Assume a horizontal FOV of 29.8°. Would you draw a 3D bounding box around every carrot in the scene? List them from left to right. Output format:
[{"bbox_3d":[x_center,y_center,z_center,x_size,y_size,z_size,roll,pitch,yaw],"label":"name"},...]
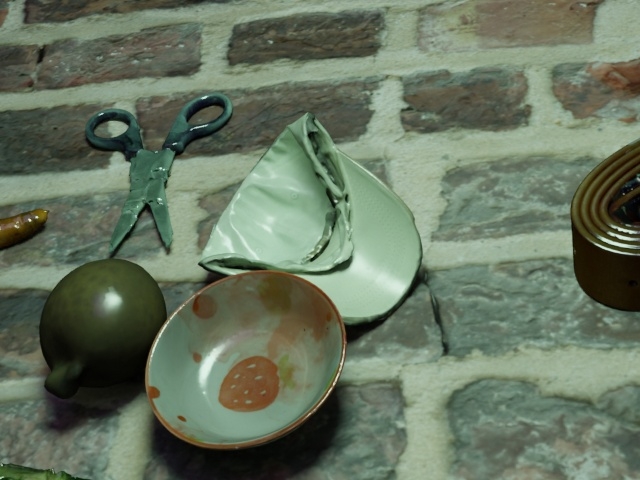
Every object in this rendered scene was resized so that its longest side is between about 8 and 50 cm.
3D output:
[{"bbox_3d":[-0.535,0.002,1.853,0.247,0.059,0.059,-20,42,-13],"label":"carrot"}]

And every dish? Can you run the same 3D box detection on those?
[{"bbox_3d":[-0.084,0.166,1.517,0.260,0.085,0.260,-9,50,11],"label":"dish"}]

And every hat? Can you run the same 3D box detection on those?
[{"bbox_3d":[-0.004,-0.004,1.676,0.301,0.168,0.258,32,80,11],"label":"hat"}]

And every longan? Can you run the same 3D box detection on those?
[{"bbox_3d":[-0.291,0.118,1.575,0.204,0.159,0.185,-57,14,-25],"label":"longan"}]

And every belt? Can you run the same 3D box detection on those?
[{"bbox_3d":[0.484,-0.045,1.594,0.338,0.122,0.217,-31,47,-16],"label":"belt"}]

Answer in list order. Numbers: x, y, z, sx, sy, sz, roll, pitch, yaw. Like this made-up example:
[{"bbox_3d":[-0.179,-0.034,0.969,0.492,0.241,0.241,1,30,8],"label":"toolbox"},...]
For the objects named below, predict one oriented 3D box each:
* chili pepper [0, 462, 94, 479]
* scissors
[{"bbox_3d":[-0.325,0.344,1.395,0.264,0.116,0.148,5,36,22],"label":"chili pepper"},{"bbox_3d":[-0.267,-0.111,1.922,0.256,0.029,0.383,-9,40,4],"label":"scissors"}]
